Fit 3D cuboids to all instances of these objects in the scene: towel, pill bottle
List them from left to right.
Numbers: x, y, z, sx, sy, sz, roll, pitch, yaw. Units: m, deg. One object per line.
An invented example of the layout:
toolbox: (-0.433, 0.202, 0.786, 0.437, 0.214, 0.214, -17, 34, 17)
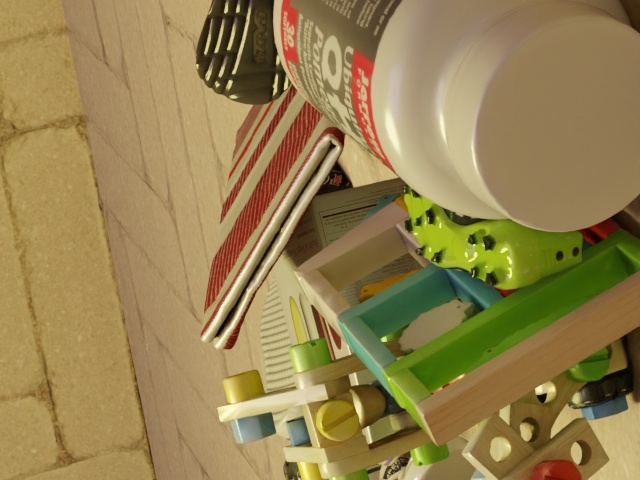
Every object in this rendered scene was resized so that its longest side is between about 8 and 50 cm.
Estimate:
towel: (-0.023, -0.086, 1.517, 0.329, 0.037, 0.237, -83, 20, -54)
pill bottle: (0.096, -0.117, 1.185, 0.318, 0.176, 0.176, -135, 34, -63)

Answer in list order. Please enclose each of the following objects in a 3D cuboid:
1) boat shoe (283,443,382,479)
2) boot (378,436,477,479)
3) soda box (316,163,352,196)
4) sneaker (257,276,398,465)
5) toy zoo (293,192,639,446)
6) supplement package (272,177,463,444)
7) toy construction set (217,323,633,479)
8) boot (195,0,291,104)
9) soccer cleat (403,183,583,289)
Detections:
boat shoe: (0.006, 0.252, 1.961, 0.335, 0.121, 0.119, 135, 115, -75)
boot: (0.088, 0.241, 1.701, 0.123, 0.095, 0.258, 53, 155, 39)
soda box: (0.000, 0.000, 1.883, 0.060, 0.053, 0.169, -121, 21, -47)
sneaker: (0.029, 0.106, 1.742, 0.102, 0.161, 0.282, -56, 22, 36)
toy zoo: (0.100, 0.021, 1.274, 0.030, 0.192, 0.293, 64, 172, -28)
supplement package: (0.061, 0.058, 1.531, 0.194, 0.149, 0.203, 153, 103, -75)
toy construction set: (0.093, 0.115, 1.288, 0.327, 0.215, 0.151, 10, 110, 57)
boot: (-0.017, -0.298, 1.522, 0.338, 0.118, 0.223, -59, 12, 33)
soccer cleat: (0.112, -0.007, 1.229, 0.179, 0.072, 0.060, -144, 48, -62)
